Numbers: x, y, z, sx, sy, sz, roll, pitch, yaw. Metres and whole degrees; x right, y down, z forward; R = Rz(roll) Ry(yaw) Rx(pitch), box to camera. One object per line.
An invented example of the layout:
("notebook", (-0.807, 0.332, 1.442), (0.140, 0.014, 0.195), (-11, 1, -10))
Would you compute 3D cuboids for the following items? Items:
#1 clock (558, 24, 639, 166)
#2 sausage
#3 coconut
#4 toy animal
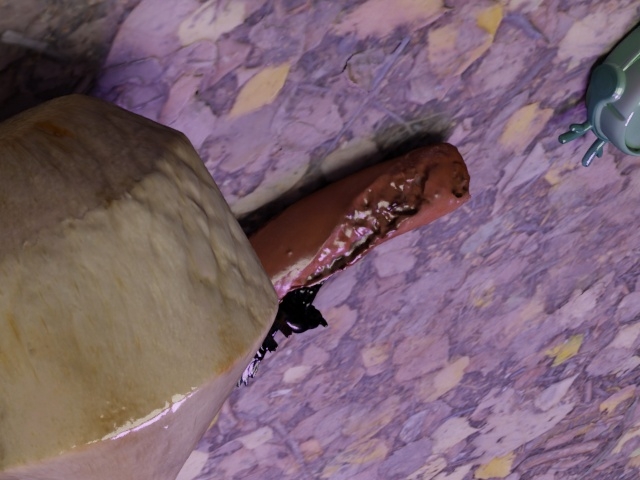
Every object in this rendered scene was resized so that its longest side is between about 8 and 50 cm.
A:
("clock", (0.341, -0.150, 1.825), (0.211, 0.066, 0.159), (-41, 148, 12))
("sausage", (0.000, -0.002, 1.690), (0.327, 0.079, 0.087), (-29, 134, -12))
("coconut", (-0.189, 0.065, 1.363), (0.329, 0.329, 0.329), (-25, 148, -16))
("toy animal", (-0.034, 0.073, 1.794), (0.220, 0.062, 0.108), (-52, 163, 25))
